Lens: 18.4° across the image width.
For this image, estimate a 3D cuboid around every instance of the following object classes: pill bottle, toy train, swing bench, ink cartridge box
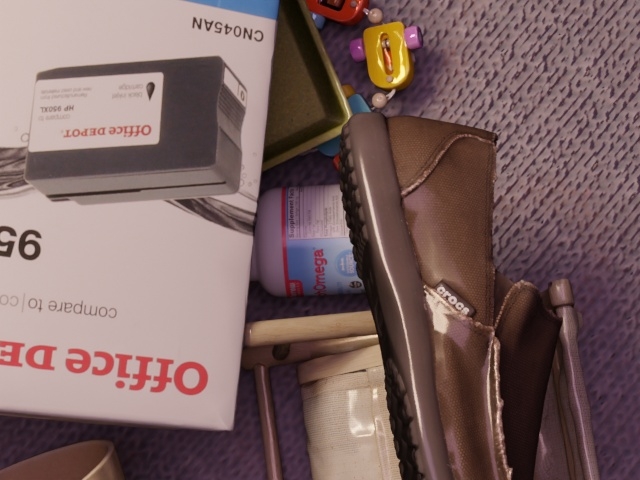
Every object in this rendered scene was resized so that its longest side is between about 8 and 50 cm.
[{"bbox_3d":[0.000,0.000,1.542,0.160,0.087,0.087,-3,81,3],"label":"pill bottle"},{"bbox_3d":[0.018,-0.136,1.587,0.125,0.046,0.166,17,87,21],"label":"toy train"},{"bbox_3d":[0.080,0.178,1.477,0.255,0.165,0.253,-7,80,-4],"label":"swing bench"},{"bbox_3d":[-0.196,-0.069,1.412,0.286,0.166,0.394,8,85,-27],"label":"ink cartridge box"}]

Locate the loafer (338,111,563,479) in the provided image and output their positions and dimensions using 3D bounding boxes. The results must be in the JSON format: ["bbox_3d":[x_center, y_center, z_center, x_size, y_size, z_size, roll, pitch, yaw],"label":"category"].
[{"bbox_3d":[0.108,0.078,1.344,0.130,0.134,0.365,-11,81,-5],"label":"loafer"}]

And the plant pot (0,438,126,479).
[{"bbox_3d":[-0.206,0.324,1.441,0.256,0.256,0.274,-26,98,-2],"label":"plant pot"}]

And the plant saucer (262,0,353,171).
[{"bbox_3d":[-0.082,-0.131,1.567,0.188,0.045,0.188,-25,77,14],"label":"plant saucer"}]
